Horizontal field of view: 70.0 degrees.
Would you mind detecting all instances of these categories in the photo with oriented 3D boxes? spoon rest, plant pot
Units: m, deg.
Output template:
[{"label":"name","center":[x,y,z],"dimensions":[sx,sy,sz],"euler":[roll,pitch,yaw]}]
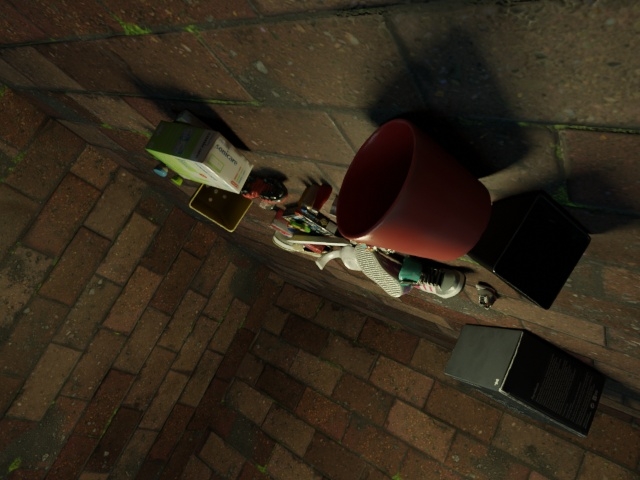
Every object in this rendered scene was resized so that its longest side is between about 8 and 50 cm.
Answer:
[{"label":"spoon rest","center":[0.105,0.081,2.070],"dimensions":[0.276,0.084,0.137],"euler":[-5,130,42]},{"label":"plant pot","center":[0.442,0.014,1.029],"dimensions":[0.188,0.187,0.167],"euler":[33,179,-21]},{"label":"plant pot","center":[-0.421,-0.194,1.916],"dimensions":[0.212,0.212,0.187],"euler":[34,178,-28]},{"label":"plant pot","center":[0.204,-0.086,0.972],"dimensions":[0.243,0.274,0.275],"euler":[22,170,-23]}]

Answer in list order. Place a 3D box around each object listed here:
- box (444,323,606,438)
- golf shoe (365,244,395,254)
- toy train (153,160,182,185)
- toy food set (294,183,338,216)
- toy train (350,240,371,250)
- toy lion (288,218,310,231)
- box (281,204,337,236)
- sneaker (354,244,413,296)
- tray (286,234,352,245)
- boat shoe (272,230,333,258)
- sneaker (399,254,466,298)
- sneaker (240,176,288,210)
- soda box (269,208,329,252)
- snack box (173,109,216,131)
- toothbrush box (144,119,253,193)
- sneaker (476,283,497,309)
[{"label":"box","center":[0.938,0.640,2.161],"dimensions":[0.472,0.297,0.480],"euler":[28,168,-9]},{"label":"golf shoe","center":[0.195,-0.025,1.525],"dimensions":[0.120,0.105,0.273],"euler":[39,164,-17]},{"label":"toy train","center":[-0.576,-0.293,1.937],"dimensions":[0.105,0.143,0.248],"euler":[15,162,44]},{"label":"toy food set","center":[0.022,-0.111,1.521],"dimensions":[0.232,0.104,0.111],"euler":[23,166,20]},{"label":"toy train","center":[0.171,-0.015,1.739],"dimensions":[0.125,0.046,0.166],"euler":[28,164,3]},{"label":"toy lion","center":[-0.082,-0.054,1.893],"dimensions":[0.100,0.034,0.096],"euler":[19,171,32]},{"label":"box","center":[-0.047,-0.079,1.904],"dimensions":[0.175,0.051,0.220],"euler":[32,167,-20]},{"label":"sneaker","center":[0.272,0.110,1.894],"dimensions":[0.161,0.102,0.282],"euler":[-17,-121,-46]},{"label":"tray","center":[0.000,0.000,1.957],"dimensions":[0.270,0.030,0.145],"euler":[4,176,8]},{"label":"boat shoe","center":[-0.083,0.005,2.198],"dimensions":[0.302,0.113,0.103],"euler":[16,164,-4]},{"label":"sneaker","center":[0.387,0.126,1.693],"dimensions":[0.178,0.123,0.295],"euler":[21,171,-17]},{"label":"sneaker","center":[-0.189,-0.173,1.726],"dimensions":[0.135,0.097,0.276],"euler":[37,166,-36]},{"label":"soda box","center":[-0.096,-0.040,2.085],"dimensions":[0.263,0.083,0.092],"euler":[29,168,-8]},{"label":"snack box","center":[-0.412,-0.373,1.529],"dimensions":[0.141,0.037,0.100],"euler":[34,165,-30]},{"label":"toothbrush box","center":[-0.403,-0.280,1.528],"dimensions":[0.283,0.122,0.206],"euler":[17,166,30]},{"label":"sneaker","center":[0.607,0.212,1.681],"dimensions":[0.061,0.064,0.158],"euler":[15,162,44]}]
